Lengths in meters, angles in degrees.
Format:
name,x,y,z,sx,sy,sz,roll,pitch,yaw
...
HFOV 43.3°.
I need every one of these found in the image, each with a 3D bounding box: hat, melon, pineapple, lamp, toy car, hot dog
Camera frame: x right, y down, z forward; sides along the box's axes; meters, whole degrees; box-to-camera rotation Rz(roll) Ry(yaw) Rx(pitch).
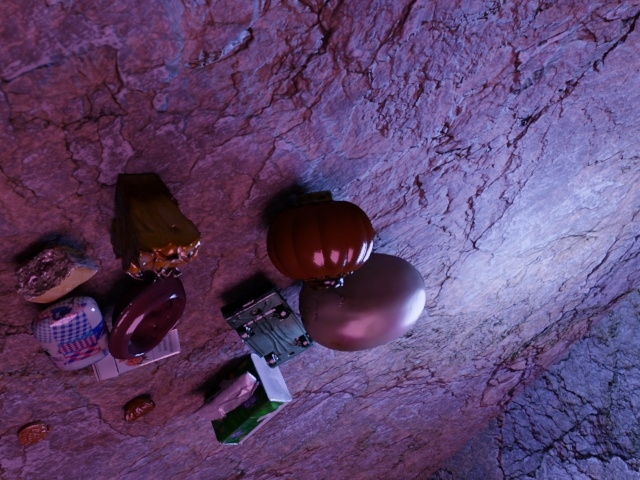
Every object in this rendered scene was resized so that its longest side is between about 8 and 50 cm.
name,x,y,z,sx,sy,sz,roll,pitch,yaw
hat,-0.363,0.148,1.641,0.205,0.089,0.205,-44,160,-21
melon,0.095,0.142,1.880,0.316,0.223,0.223,-10,144,-23
pineapple,-0.306,-0.023,1.409,0.114,0.236,0.186,-8,104,-37
lamp,0.000,0.000,1.631,0.223,0.197,0.223,-9,-178,0
toy car,-0.117,0.198,1.911,0.141,0.097,0.321,-30,147,0
hot dog,-0.453,0.420,2.020,0.083,0.035,0.058,-33,148,6

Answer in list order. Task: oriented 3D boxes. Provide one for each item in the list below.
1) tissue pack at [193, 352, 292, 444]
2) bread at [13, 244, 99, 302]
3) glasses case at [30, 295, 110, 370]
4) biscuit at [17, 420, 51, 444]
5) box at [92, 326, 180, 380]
name,x,y,z,sx,sy,sz,roll,pitch,yaw
tissue pack,-0.209,0.412,2.093,0.209,0.148,0.156,-43,146,22
bread,-0.475,0.057,1.442,0.125,0.082,0.106,-34,174,7
glasses case,-0.482,0.188,1.587,0.125,0.076,0.327,-25,163,-17
biscuit,-0.678,0.459,1.918,0.078,0.015,0.091,-14,145,-22
box,-0.415,0.250,1.817,0.198,0.029,0.109,-18,146,-18
